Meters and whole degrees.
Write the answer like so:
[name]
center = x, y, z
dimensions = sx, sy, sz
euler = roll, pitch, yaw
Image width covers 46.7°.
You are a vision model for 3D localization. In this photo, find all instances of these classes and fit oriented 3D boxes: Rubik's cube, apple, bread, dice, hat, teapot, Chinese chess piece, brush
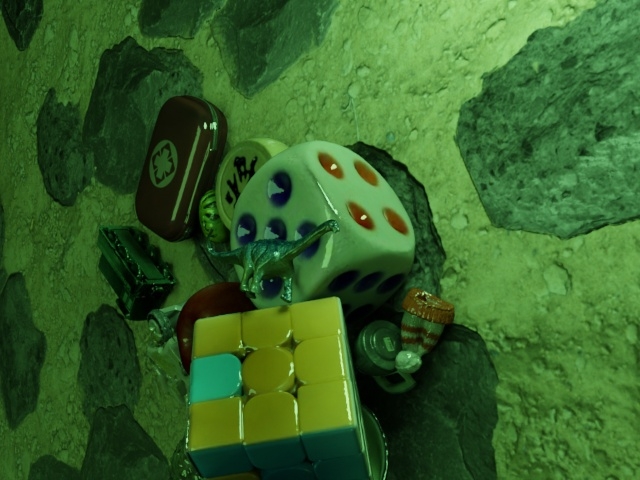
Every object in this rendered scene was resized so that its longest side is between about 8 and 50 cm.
[Rubik's cube]
center = -0.071, 0.320, 1.397
dimensions = 0.291, 0.290, 0.291
euler = -10, 46, 4
[apple]
center = -0.228, 0.232, 1.798
dimensions = 0.260, 0.216, 0.260
euler = -2, 87, 47
[bread]
center = -0.280, -0.060, 1.942
dimensions = 0.130, 0.071, 0.139
euler = -119, 27, -54
[dice]
center = 0.000, 0.000, 1.551
dimensions = 0.304, 0.277, 0.304
euler = -46, 57, 30
[hat]
center = 0.193, 0.186, 1.471
dimensions = 0.112, 0.093, 0.162
euler = 24, 104, 41
[teapot]
center = 0.130, 0.242, 1.546
dimensions = 0.108, 0.149, 0.111
euler = -47, 16, 52
[Chinese chess piece]
center = -0.148, -0.125, 1.820
dimensions = 0.257, 0.104, 0.257
euler = -3, 86, 43
[brush]
center = 0.086, 0.237, 1.631
dimensions = 0.051, 0.014, 0.164
euler = 36, 111, 38

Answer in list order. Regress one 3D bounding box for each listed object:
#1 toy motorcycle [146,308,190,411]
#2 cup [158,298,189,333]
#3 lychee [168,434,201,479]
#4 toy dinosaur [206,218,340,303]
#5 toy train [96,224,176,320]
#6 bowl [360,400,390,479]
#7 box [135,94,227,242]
[toy motorcycle]
center = -0.374, 0.355, 1.986
dimensions = 0.341, 0.108, 0.223
euler = 49, 140, 21
[cup]
center = -0.395, 0.203, 2.040
dimensions = 0.116, 0.104, 0.074
euler = -27, 53, 37
[lychee]
center = -0.237, 0.549, 1.779
dimensions = 0.274, 0.255, 0.255
euler = -97, 30, -67
[toy dinosaur]
center = -0.110, 0.043, 1.423
dimensions = 0.363, 0.076, 0.147
euler = -6, 64, 43
[toy train]
center = -0.560, 0.091, 2.188
dimensions = 0.330, 0.138, 0.178
euler = 44, 121, 38
[bowl]
center = -0.020, 0.500, 1.552
dimensions = 0.354, 0.354, 0.185
euler = 40, 158, 38
[box]
center = -0.391, -0.200, 2.049
dimensions = 0.263, 0.108, 0.404
euler = 27, 104, 42
